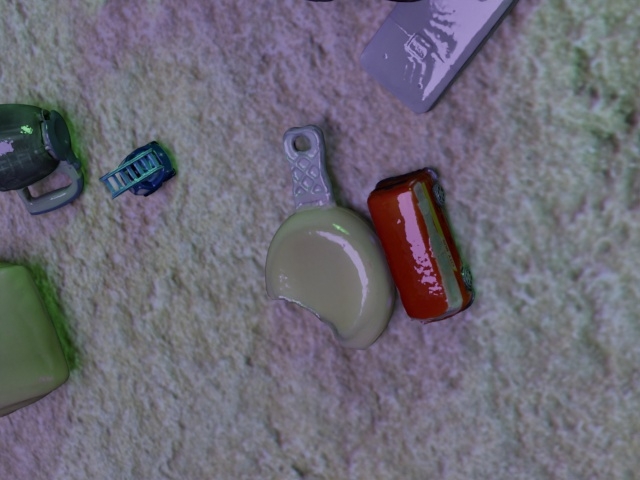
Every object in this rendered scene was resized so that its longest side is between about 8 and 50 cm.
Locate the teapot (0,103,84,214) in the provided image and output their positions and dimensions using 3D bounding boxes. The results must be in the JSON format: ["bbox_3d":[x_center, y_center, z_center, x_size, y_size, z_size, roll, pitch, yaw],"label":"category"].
[{"bbox_3d":[-0.371,-0.107,1.302,0.108,0.111,0.149,-11,95,12],"label":"teapot"}]

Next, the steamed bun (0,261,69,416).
[{"bbox_3d":[-0.469,0.134,1.380,0.200,0.170,0.225,-14,98,31],"label":"steamed bun"}]

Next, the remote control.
[{"bbox_3d":[0.146,-0.255,1.072,0.103,0.034,0.250,41,117,8],"label":"remote control"}]

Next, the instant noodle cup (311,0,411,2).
[{"bbox_3d":[0.066,-0.331,0.926,0.181,0.258,0.302,-125,37,-47],"label":"instant noodle cup"}]

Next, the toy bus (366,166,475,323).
[{"bbox_3d":[0.112,0.012,1.141,0.079,0.077,0.174,-16,98,27],"label":"toy bus"}]

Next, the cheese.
[{"bbox_3d":[0.018,-0.003,1.182,0.163,0.071,0.249,15,110,19],"label":"cheese"}]

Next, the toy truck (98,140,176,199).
[{"bbox_3d":[-0.228,-0.083,1.254,0.073,0.090,0.056,-33,90,28],"label":"toy truck"}]
